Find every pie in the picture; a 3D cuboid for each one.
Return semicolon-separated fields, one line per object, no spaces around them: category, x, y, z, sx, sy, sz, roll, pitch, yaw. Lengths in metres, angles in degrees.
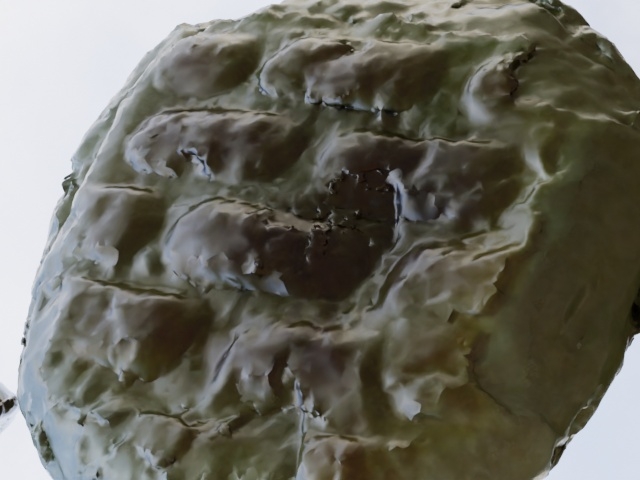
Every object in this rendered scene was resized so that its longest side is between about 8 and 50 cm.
pie;0.000;0.000;0.575;0.071;0.306;0.306;51;-144;-47

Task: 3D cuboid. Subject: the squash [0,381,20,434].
squash;-0.290;0.128;0.843;0.133;0.220;0.220;48;-133;-8
